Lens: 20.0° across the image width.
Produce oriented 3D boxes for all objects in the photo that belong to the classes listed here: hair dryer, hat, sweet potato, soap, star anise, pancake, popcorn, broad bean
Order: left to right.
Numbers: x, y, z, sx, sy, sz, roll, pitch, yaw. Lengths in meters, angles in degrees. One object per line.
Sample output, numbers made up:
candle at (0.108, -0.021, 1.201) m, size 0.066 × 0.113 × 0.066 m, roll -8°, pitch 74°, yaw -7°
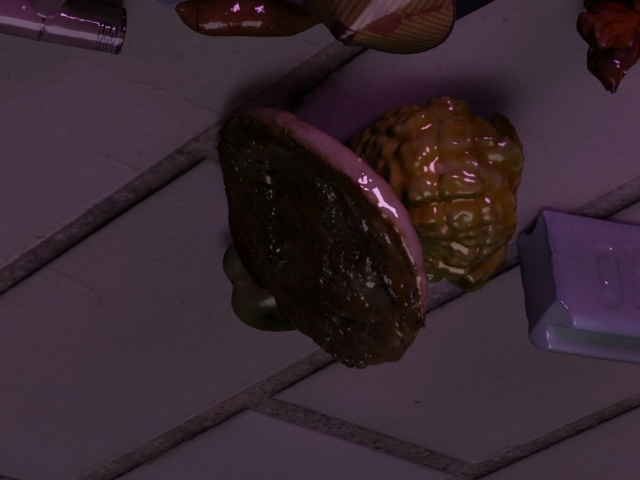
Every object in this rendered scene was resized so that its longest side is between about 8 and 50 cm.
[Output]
hair dryer at (-0.273, -0.279, 1.838) m, size 0.195 × 0.054 × 0.220 m, roll 8°, pitch 146°, yaw -19°
sweet potato at (-0.061, -0.240, 1.936) m, size 0.195 × 0.056 × 0.056 m, roll 3°, pitch 149°, yaw -22°
pancake at (-0.002, 0.001, 2.131) m, size 0.065 × 0.356 × 0.356 m, roll -33°, pitch 163°, yaw -29°
broad bean at (0.008, 0.048, 2.359) m, size 0.263 × 0.121 × 0.189 m, roll -7°, pitch 153°, yaw 2°
hat at (0.035, -0.233, 1.846) m, size 0.193 × 0.082 × 0.193 m, roll 22°, pitch 150°, yaw 14°
popcorn at (0.123, -0.052, 2.162) m, size 0.225 × 0.174 × 0.286 m, roll 11°, pitch 154°, yaw 3°
soap at (0.409, 0.070, 2.386) m, size 0.289 × 0.173 × 0.095 m, roll 10°, pitch 146°, yaw -21°
star anise at (0.327, -0.252, 1.890) m, size 0.212 × 0.111 × 0.196 m, roll -48°, pitch 164°, yaw 25°

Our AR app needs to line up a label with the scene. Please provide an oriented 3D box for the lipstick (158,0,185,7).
lipstick at (-0.005, -0.327, 1.764) m, size 0.371 × 0.080 × 0.076 m, roll -16°, pitch 146°, yaw 19°

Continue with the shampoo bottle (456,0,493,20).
shampoo bottle at (0.230, -0.323, 1.805) m, size 0.309 × 0.071 × 0.098 m, roll -26°, pitch 135°, yaw 31°
